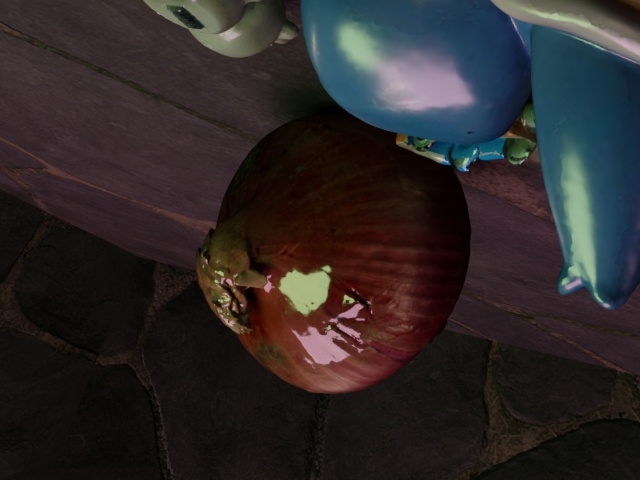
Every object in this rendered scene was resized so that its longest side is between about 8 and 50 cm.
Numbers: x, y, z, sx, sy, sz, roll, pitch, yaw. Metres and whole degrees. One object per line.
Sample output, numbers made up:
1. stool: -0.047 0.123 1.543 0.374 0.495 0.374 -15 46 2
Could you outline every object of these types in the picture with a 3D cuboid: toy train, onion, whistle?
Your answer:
1. toy train: 0.150 -0.121 0.956 0.072 0.099 0.188 23 168 -27
2. onion: 0.017 0.013 1.254 0.354 0.353 0.353 19 169 4
3. whistle: -0.100 -0.228 0.895 0.110 0.092 0.244 16 170 31

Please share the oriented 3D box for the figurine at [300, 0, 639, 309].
1. figurine: 0.188 -0.127 0.450 0.243 0.297 0.416 35 141 -31
